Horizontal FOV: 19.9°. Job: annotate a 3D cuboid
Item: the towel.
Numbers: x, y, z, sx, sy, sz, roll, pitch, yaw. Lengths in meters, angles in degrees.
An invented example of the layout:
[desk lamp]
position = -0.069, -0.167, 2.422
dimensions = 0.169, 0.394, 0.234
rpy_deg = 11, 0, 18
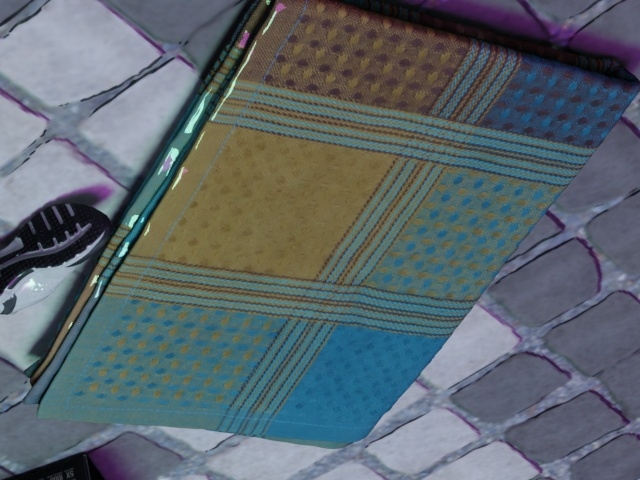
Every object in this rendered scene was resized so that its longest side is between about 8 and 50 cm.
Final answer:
[towel]
position = 0.000, 0.000, 1.165
dimensions = 0.271, 0.040, 0.370
rpy_deg = 10, 132, -30

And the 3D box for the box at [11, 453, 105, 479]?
[box]
position = -0.226, 0.251, 1.347
dimensions = 0.180, 0.077, 0.147
rpy_deg = -19, 141, 3

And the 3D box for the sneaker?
[sneaker]
position = -0.171, 0.012, 1.125
dimensions = 0.109, 0.040, 0.044
rpy_deg = -29, 155, 20
